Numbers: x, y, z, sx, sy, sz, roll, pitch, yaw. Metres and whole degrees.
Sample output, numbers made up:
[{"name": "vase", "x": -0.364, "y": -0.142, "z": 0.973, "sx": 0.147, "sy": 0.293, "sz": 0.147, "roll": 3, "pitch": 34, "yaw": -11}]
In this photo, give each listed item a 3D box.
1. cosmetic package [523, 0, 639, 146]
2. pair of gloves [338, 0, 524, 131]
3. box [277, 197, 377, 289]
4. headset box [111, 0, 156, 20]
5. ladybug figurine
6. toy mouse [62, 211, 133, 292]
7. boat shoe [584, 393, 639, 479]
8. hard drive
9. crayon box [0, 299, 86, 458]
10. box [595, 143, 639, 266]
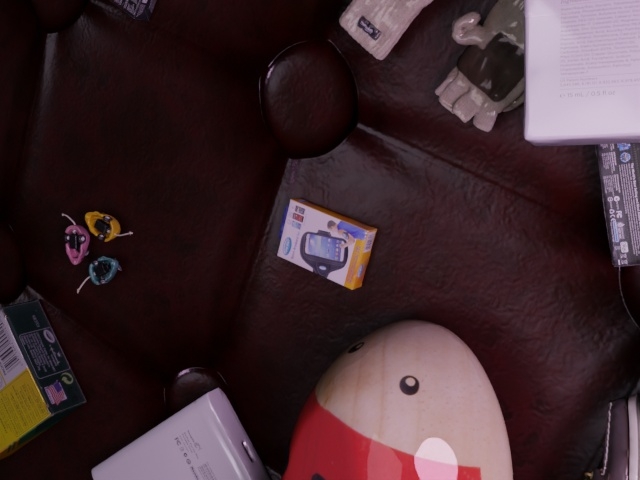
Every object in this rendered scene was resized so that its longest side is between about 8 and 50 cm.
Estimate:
[{"name": "cosmetic package", "x": 0.364, "y": -0.228, "z": 0.615, "sx": 0.377, "sy": 0.097, "sz": 0.284, "roll": 1, "pitch": 94, "yaw": 22}, {"name": "pair of gloves", "x": 0.154, "y": -0.252, "z": 0.803, "sx": 0.240, "sy": 0.042, "sz": 0.204, "roll": 40, "pitch": 125, "yaw": 15}, {"name": "box", "x": 0.000, "y": 0.000, "z": 0.960, "sx": 0.136, "sy": 0.028, "sz": 0.081, "roll": 22, "pitch": 109, "yaw": 25}, {"name": "headset box", "x": -0.271, "y": -0.362, "z": 1.067, "sx": 0.083, "sy": 0.032, "sz": 0.062, "roll": 39, "pitch": 115, "yaw": 22}, {"name": "ladybug figurine", "x": 0.059, "y": 0.311, "z": 0.850, "sx": 0.305, "sy": 0.162, "sz": 0.449, "roll": 21, "pitch": 106, "yaw": 52}, {"name": "toy mouse", "x": -0.356, "y": 0.019, "z": 1.179, "sx": 0.161, "sy": 0.031, "sz": 0.143, "roll": 27, "pitch": 110, "yaw": 26}, {"name": "boat shoe", "x": 0.298, "y": 0.270, "z": 0.755, "sx": 0.069, "sy": 0.081, "sz": 0.227, "roll": -6, "pitch": 75, "yaw": 36}, {"name": "hard drive", "x": -0.211, "y": 0.380, "z": 1.140, "sx": 0.307, "sy": 0.040, "sz": 0.203, "roll": -37, "pitch": 78, "yaw": 31}, {"name": "crayon box", "x": -0.567, "y": 0.266, "z": 1.317, "sx": 0.318, "sy": 0.081, "sz": 0.202, "roll": -34, "pitch": 79, "yaw": 30}, {"name": "box", "x": 0.364, "y": -0.077, "z": 0.715, "sx": 0.184, "sy": 0.045, "sz": 0.190, "roll": -9, "pitch": 92, "yaw": 30}]
